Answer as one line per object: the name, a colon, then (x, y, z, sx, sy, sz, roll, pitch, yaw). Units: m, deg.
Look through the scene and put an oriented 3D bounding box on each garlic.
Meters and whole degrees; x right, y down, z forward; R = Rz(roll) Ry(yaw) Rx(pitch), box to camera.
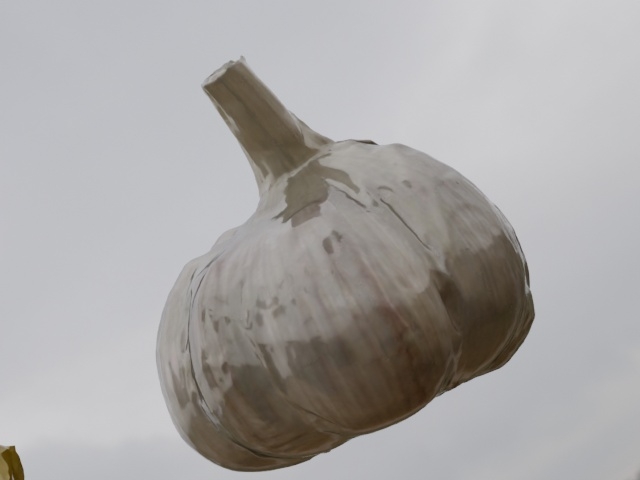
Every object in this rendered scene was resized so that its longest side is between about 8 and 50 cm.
garlic: (0.000, 0.000, 0.884, 0.219, 0.212, 0.218, -25, 2, 1)

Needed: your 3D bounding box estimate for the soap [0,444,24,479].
soap: (-0.261, 0.203, 0.636, 0.325, 0.204, 0.096, -12, 7, -3)
